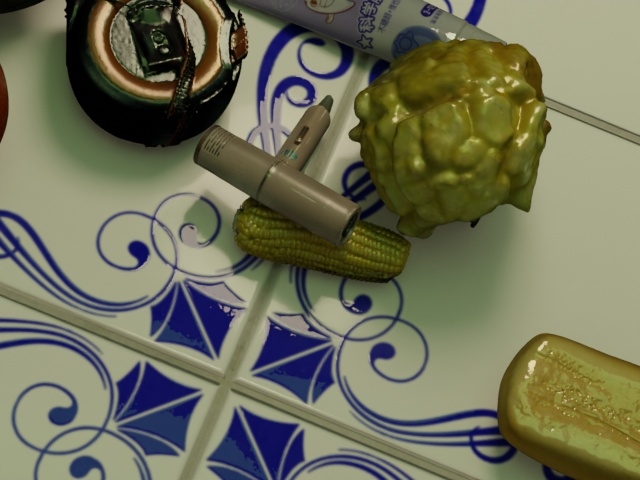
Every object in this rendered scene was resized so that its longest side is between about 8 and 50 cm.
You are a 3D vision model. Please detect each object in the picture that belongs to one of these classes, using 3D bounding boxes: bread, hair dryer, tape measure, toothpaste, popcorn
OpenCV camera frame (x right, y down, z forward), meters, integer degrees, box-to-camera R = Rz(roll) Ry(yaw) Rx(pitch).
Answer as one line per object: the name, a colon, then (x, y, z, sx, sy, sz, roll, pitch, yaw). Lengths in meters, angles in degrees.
bread: (0.297, 0.196, 1.741, 0.217, 0.098, 0.147, 25, 64, 4)
hair dryer: (-0.006, -0.094, 1.814, 0.195, 0.054, 0.220, 31, 37, 16)
tape measure: (-0.191, -0.220, 1.825, 0.202, 0.135, 0.223, -17, 71, -16)
toothpaste: (0.045, -0.280, 1.942, 0.371, 0.080, 0.125, 25, 67, 10)
popcorn: (0.153, -0.109, 1.782, 0.249, 0.249, 0.225, -19, 107, -18)

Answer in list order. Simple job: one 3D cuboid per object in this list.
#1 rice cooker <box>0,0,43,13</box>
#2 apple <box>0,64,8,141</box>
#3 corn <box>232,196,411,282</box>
rice cooker: (-0.390, -0.403, 1.793, 0.316, 0.264, 0.317, 15, 48, -17)
apple: (-0.461, -0.160, 1.706, 0.260, 0.216, 0.260, 6, 63, -11)
corn: (0.000, 0.000, 1.794, 0.203, 0.072, 0.072, 13, 64, -4)
